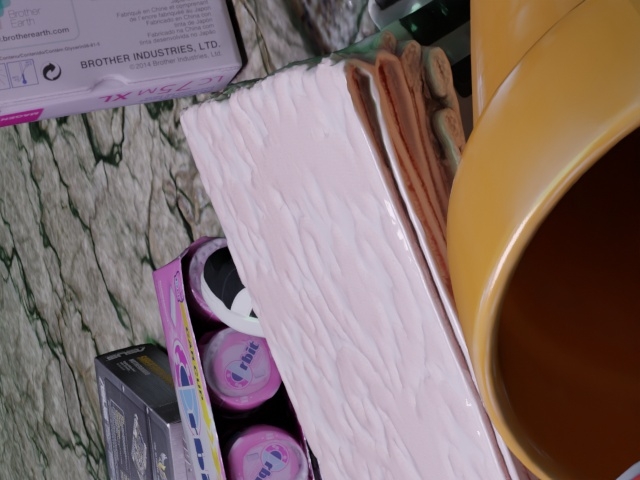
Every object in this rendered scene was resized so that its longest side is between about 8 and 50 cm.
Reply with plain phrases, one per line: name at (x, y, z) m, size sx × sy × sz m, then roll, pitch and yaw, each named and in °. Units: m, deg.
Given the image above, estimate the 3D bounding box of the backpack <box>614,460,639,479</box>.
backpack at (0.178, 0.156, 0.472) m, size 0.263 × 0.277 × 0.213 m, roll 91°, pitch 161°, yaw -44°

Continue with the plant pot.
plant pot at (0.131, -0.044, 0.574) m, size 0.188 × 0.205 × 0.205 m, roll -102°, pitch 16°, yaw -47°

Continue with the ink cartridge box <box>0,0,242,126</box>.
ink cartridge box at (-0.180, -0.238, 1.186) m, size 0.065 × 0.186 × 0.311 m, roll 150°, pitch 107°, yaw -68°

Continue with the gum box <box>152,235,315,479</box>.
gum box at (-0.061, 0.092, 1.211) m, size 0.107 × 0.062 × 0.188 m, roll 157°, pitch 101°, yaw -74°

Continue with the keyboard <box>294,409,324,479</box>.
keyboard at (0.001, 0.158, 1.181) m, size 0.072 × 0.014 × 0.256 m, roll 178°, pitch 81°, yaw -67°

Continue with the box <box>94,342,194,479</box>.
box at (-0.117, 0.217, 1.429) m, size 0.183 × 0.056 × 0.231 m, roll 25°, pitch 124°, yaw 61°

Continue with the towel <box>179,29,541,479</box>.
towel at (0.042, 0.067, 0.800) m, size 0.317 × 0.053 × 0.332 m, roll 68°, pitch 167°, yaw -7°

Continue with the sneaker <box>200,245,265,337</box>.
sneaker at (0.000, 0.000, 1.037) m, size 0.217 × 0.079 × 0.121 m, roll 22°, pitch 118°, yaw 54°

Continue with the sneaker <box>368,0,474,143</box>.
sneaker at (0.125, -0.002, 0.725) m, size 0.292 × 0.110 × 0.118 m, roll 62°, pitch 177°, yaw 23°
